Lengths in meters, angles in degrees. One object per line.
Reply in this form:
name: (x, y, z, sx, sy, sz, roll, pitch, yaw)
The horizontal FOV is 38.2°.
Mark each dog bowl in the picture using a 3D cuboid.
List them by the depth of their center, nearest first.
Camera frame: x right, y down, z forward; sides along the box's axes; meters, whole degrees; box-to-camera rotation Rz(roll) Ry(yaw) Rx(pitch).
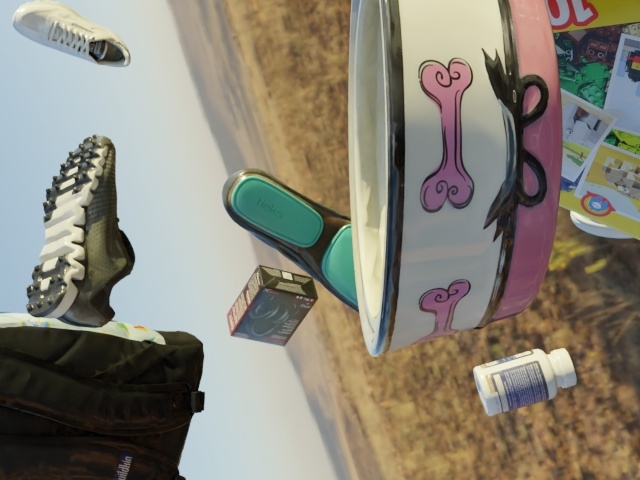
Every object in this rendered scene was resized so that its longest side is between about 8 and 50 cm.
dog bowl: (0.114, -0.093, 0.898, 0.408, 0.150, 0.408, 178, 90, -88)

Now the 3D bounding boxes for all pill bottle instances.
pill bottle: (0.264, 0.179, 1.194, 0.067, 0.120, 0.067, -16, -90, -89)

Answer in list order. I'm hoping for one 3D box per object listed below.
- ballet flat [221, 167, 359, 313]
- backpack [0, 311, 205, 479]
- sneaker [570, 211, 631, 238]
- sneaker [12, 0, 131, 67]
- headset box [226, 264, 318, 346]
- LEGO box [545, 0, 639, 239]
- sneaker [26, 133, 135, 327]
ballet flat: (0.000, 0.000, 1.156, 0.280, 0.095, 0.096, 37, 175, -12)
backpack: (-0.357, 0.218, 1.141, 0.355, 0.273, 0.290, 17, -97, -54)
sneaker: (0.577, -0.125, 1.543, 0.127, 0.319, 0.208, -99, -1, -56)
sneaker: (-0.484, -0.401, 1.816, 0.095, 0.235, 0.090, 49, 120, 48)
headset box: (-0.050, 0.068, 0.911, 0.083, 0.062, 0.032, -56, 33, 31)
LEGO box: (0.413, -0.210, 1.208, 0.193, 0.500, 0.372, -56, -16, -34)
sneaker: (-0.252, -0.005, 1.024, 0.106, 0.078, 0.234, 37, -134, -43)
